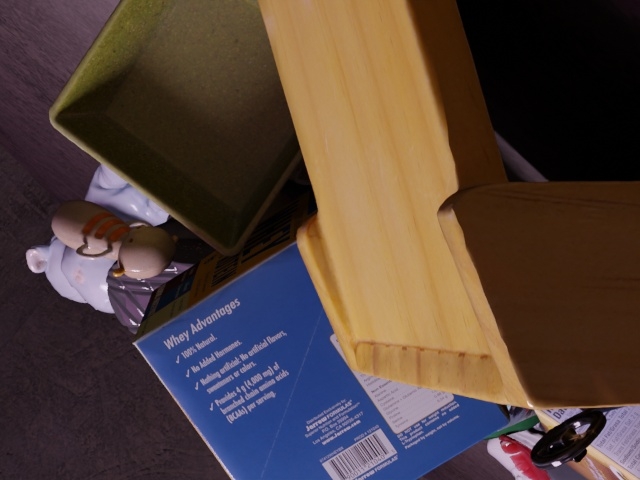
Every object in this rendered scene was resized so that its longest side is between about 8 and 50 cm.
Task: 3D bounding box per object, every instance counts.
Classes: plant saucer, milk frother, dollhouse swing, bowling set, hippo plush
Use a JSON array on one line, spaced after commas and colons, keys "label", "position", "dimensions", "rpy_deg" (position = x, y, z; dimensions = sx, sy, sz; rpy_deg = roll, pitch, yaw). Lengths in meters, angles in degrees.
[{"label": "plant saucer", "position": [-0.080, -0.114, 1.244], "dimensions": [0.188, 0.188, 0.045], "rpy_deg": [37, -172, 14]}, {"label": "milk frother", "position": [0.171, 0.079, 1.230], "dimensions": [0.135, 0.129, 0.143], "rpy_deg": [37, -145, 6]}, {"label": "dollhouse swing", "position": [0.137, -0.064, 0.998], "dimensions": [0.315, 0.305, 0.347], "rpy_deg": [-2, 178, -13]}, {"label": "bowling set", "position": [-0.084, -0.096, 1.347], "dimensions": [0.154, 0.287, 0.200], "rpy_deg": [22, 128, 42]}, {"label": "hippo plush", "position": [-0.269, -0.041, 2.076], "dimensions": [0.234, 0.236, 0.294], "rpy_deg": [45, 168, -36]}]

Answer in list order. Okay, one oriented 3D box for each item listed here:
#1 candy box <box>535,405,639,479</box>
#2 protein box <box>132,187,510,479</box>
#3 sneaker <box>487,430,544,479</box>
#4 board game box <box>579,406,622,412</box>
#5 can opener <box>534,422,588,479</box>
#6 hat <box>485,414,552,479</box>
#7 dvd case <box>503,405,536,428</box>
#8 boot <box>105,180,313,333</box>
[{"label": "candy box", "position": [0.350, 0.230, 1.467], "dimensions": [0.316, 0.087, 0.183], "rpy_deg": [34, 170, 26]}, {"label": "protein box", "position": [0.002, 0.085, 1.248], "dimensions": [0.201, 0.200, 0.136], "rpy_deg": [56, -171, -12]}, {"label": "sneaker", "position": [0.284, 0.319, 2.041], "dimensions": [0.232, 0.115, 0.090], "rpy_deg": [32, 168, 33]}, {"label": "board game box", "position": [0.211, 0.081, 1.374], "dimensions": [0.133, 0.033, 0.169], "rpy_deg": [49, -157, 21]}, {"label": "can opener", "position": [0.216, 0.183, 1.775], "dimensions": [0.280, 0.093, 0.074], "rpy_deg": [37, 172, 41]}, {"label": "hat", "position": [0.208, 0.159, 1.544], "dimensions": [0.184, 0.173, 0.208], "rpy_deg": [27, 175, -6]}, {"label": "dvd case", "position": [0.187, 0.118, 1.433], "dimensions": [0.013, 0.087, 0.119], "rpy_deg": [31, -166, 20]}, {"label": "boot", "position": [0.000, 0.000, 1.445], "dimensions": [0.338, 0.222, 0.118], "rpy_deg": [10, 124, 17]}]
